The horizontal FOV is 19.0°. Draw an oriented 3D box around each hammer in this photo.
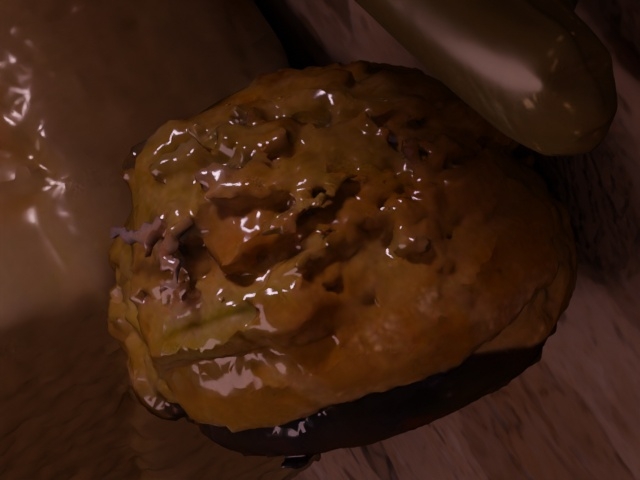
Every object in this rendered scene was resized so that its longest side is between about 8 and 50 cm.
[{"bbox_3d":[-0.009,-0.133,0.646,0.305,0.113,0.202,44,160,29],"label":"hammer"}]

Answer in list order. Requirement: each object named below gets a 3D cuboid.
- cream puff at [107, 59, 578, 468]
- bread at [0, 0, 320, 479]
[{"bbox_3d":[0.000,0.000,0.693,0.189,0.189,0.129,3,114,70],"label":"cream puff"},{"bbox_3d":[-0.181,-0.031,0.997,0.390,0.279,0.371,52,163,18],"label":"bread"}]
